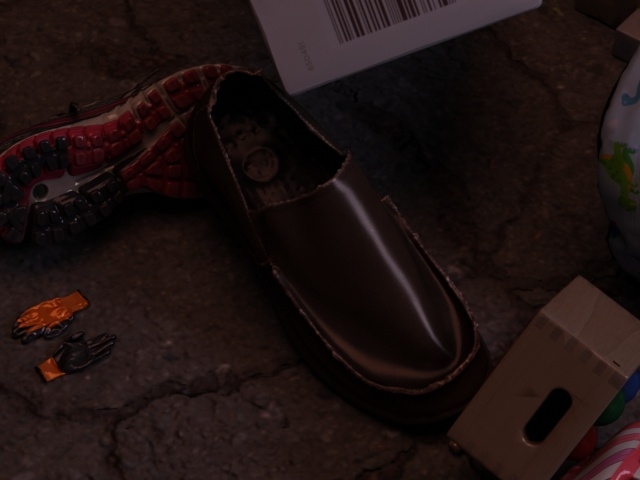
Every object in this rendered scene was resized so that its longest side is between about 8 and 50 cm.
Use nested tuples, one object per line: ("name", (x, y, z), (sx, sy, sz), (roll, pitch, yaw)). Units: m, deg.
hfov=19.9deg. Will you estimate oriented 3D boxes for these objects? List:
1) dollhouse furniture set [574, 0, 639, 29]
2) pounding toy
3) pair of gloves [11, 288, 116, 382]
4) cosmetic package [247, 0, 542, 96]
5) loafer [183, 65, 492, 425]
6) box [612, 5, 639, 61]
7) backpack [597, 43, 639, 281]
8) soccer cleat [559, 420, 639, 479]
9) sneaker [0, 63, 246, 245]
("dollhouse furniture set", (0.272, -0.324, 1.835), (0.184, 0.129, 0.129), (32, 56, 26))
("pounding toy", (0.183, 0.127, 1.436), (0.094, 0.181, 0.206), (38, 22, 10))
("pair of gloves", (-0.220, 0.080, 1.564), (0.074, 0.010, 0.083), (-26, 54, -21))
("cosmetic package", (0.048, -0.303, 1.650), (0.230, 0.161, 0.453), (-19, 21, 7))
("loafer", (0.000, 0.000, 1.512), (0.134, 0.130, 0.366), (-38, 70, -13))
("box", (0.398, -0.214, 1.796), (0.145, 0.038, 0.186), (32, 57, 26))
("backpack", (0.375, -0.108, 1.545), (0.355, 0.290, 0.273), (-38, 45, -20))
("soccer cleat", (0.182, 0.219, 1.391), (0.095, 0.083, 0.248), (18, 51, 30))
("sneaker", (-0.178, -0.092, 1.652), (0.299, 0.120, 0.112), (-17, 21, -23))
